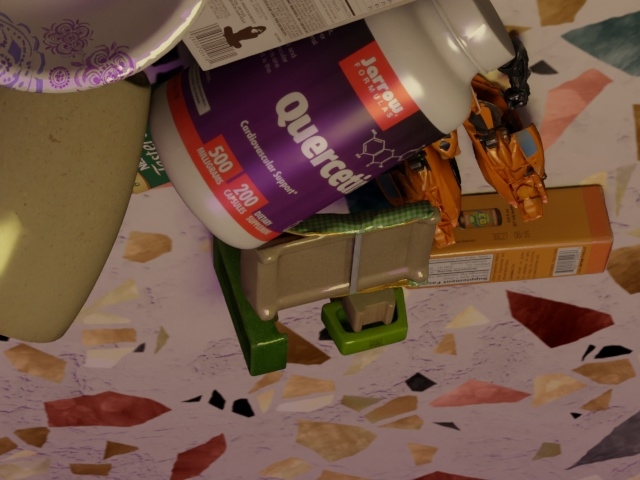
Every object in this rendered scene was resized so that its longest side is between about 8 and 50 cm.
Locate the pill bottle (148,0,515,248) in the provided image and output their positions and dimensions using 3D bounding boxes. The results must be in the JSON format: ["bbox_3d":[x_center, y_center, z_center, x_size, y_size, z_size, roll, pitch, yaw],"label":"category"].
[{"bbox_3d":[0.012,-0.140,1.762,0.323,0.181,0.181,-31,139,14],"label":"pill bottle"}]

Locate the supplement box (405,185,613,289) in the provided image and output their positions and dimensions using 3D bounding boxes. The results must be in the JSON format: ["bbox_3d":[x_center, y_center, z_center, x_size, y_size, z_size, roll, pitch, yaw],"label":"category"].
[{"bbox_3d":[0.204,-0.003,2.119,0.234,0.078,0.080,-3,148,-5],"label":"supplement box"}]

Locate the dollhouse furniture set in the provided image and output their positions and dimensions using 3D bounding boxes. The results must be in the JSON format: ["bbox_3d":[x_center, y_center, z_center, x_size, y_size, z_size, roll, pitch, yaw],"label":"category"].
[{"bbox_3d":[0.000,0.000,2.005,0.198,0.151,0.301,-14,154,-10],"label":"dollhouse furniture set"}]

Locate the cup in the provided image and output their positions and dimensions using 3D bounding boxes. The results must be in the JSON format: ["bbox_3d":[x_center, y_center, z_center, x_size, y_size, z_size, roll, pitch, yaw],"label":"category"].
[{"bbox_3d":[-0.292,-0.103,1.726,0.331,0.331,0.237,30,105,-41],"label":"cup"}]

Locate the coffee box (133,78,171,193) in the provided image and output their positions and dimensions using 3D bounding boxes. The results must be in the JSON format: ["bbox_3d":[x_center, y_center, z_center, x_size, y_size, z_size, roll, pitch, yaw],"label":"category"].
[{"bbox_3d":[-0.134,-0.117,1.925,0.184,0.040,0.113,-18,142,14],"label":"coffee box"}]

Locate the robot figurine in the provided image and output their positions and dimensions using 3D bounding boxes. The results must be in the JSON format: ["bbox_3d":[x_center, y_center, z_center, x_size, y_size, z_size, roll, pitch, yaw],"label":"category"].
[{"bbox_3d":[0.132,-0.111,1.946,0.211,0.085,0.291,-18,144,13],"label":"robot figurine"}]

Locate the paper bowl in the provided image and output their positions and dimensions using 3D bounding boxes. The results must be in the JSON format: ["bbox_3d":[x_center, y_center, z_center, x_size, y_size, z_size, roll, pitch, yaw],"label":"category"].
[{"bbox_3d":[-0.219,-0.273,1.542,0.284,0.148,0.284,-2,110,-5],"label":"paper bowl"}]

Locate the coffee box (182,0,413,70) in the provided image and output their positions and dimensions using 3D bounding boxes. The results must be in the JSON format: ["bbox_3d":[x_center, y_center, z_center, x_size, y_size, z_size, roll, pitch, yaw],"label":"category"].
[{"bbox_3d":[-0.013,-0.262,1.661,0.247,0.141,0.098,-18,143,12],"label":"coffee box"}]
